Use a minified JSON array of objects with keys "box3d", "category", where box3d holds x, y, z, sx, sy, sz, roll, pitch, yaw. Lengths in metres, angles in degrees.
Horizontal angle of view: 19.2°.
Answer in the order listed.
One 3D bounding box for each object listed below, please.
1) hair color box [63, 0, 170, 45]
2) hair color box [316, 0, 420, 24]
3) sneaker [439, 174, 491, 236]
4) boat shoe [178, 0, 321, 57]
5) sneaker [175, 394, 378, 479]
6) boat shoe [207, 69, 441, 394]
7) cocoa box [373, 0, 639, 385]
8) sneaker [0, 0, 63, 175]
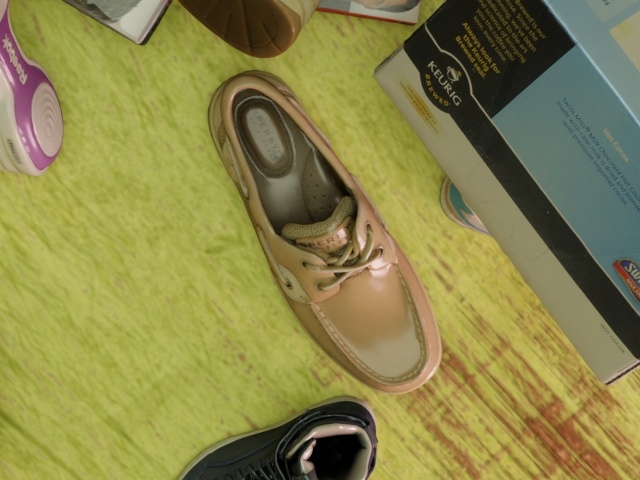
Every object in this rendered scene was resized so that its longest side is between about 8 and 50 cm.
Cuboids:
[{"box3d":[-0.144,-0.381,1.705,0.185,0.113,0.374,31,93,-6],"category":"hair color box"},{"box3d":[0.025,-0.245,1.761,0.141,0.043,0.072,8,93,-5],"category":"hair color box"},{"box3d":[0.228,-0.023,1.768,0.229,0.092,0.087,8,92,-5],"category":"sneaker"},{"box3d":[-0.124,-0.286,1.617,0.302,0.109,0.098,39,52,-8],"category":"boat shoe"},{"box3d":[-0.048,0.222,1.736,0.226,0.163,0.086,-31,97,1],"category":"sneaker"},{"box3d":[0.000,0.000,1.746,0.121,0.110,0.341,-34,96,0],"category":"boat shoe"},{"box3d":[0.267,-0.101,1.627,0.231,0.228,0.347,-33,84,-37],"category":"cocoa box"},{"box3d":[-0.336,-0.177,1.657,0.152,0.114,0.305,1,130,20],"category":"sneaker"}]
